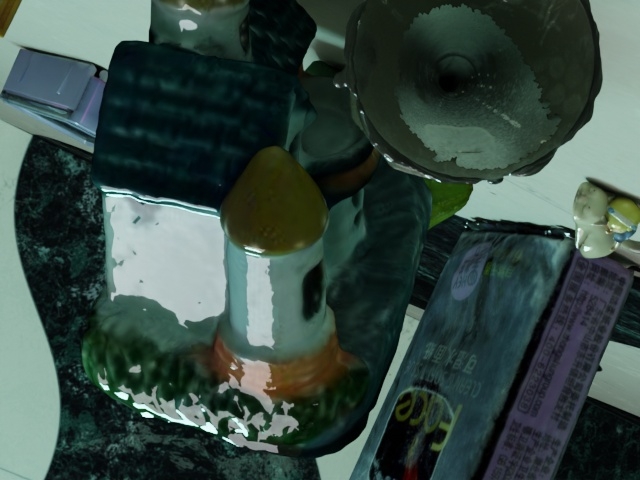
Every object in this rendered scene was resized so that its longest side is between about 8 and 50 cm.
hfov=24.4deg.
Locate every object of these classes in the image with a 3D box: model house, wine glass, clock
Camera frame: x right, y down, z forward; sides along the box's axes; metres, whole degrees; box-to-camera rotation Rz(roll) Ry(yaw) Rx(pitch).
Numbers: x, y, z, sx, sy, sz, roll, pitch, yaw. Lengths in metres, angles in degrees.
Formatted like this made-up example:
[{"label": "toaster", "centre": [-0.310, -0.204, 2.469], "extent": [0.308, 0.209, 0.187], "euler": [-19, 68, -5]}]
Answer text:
[{"label": "model house", "centre": [-0.039, -0.059, 0.865], "extent": [0.185, 0.253, 0.291], "euler": [10, 134, 15]}, {"label": "wine glass", "centre": [0.067, -0.084, 0.750], "extent": [0.122, 0.122, 0.183], "euler": [25, -179, -2]}, {"label": "clock", "centre": [-0.277, -0.160, 1.760], "extent": [0.145, 0.073, 0.193], "euler": [28, 174, -40]}]

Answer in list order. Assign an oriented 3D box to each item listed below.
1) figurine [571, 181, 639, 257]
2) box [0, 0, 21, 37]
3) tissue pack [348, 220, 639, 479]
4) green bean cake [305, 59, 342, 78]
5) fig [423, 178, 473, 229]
[{"label": "figurine", "centre": [0.221, -0.014, 1.117], "extent": [0.051, 0.047, 0.083], "euler": [7, 162, 21]}, {"label": "box", "centre": [-0.375, -0.261, 1.140], "extent": [0.174, 0.076, 0.274], "euler": [20, 173, 35]}, {"label": "tissue pack", "centre": [0.157, 0.166, 1.451], "extent": [0.122, 0.361, 0.259], "euler": [26, 176, -17]}, {"label": "green bean cake", "centre": [-0.019, -0.016, 1.124], "extent": [0.107, 0.193, 0.208], "euler": [32, 149, 10]}, {"label": "fig", "centre": [0.054, -0.047, 1.298], "extent": [0.156, 0.123, 0.123], "euler": [-15, 169, 6]}]
